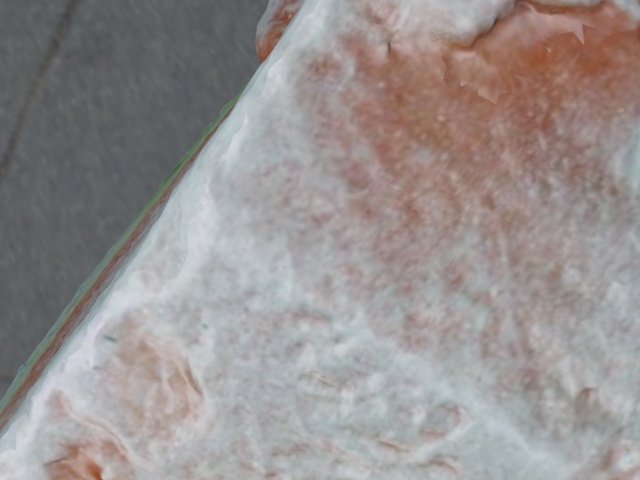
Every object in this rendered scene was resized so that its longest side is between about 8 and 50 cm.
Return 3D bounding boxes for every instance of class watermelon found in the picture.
[{"bbox_3d":[0.000,0.000,0.466,0.289,0.320,0.214,-29,142,-9],"label":"watermelon"}]
